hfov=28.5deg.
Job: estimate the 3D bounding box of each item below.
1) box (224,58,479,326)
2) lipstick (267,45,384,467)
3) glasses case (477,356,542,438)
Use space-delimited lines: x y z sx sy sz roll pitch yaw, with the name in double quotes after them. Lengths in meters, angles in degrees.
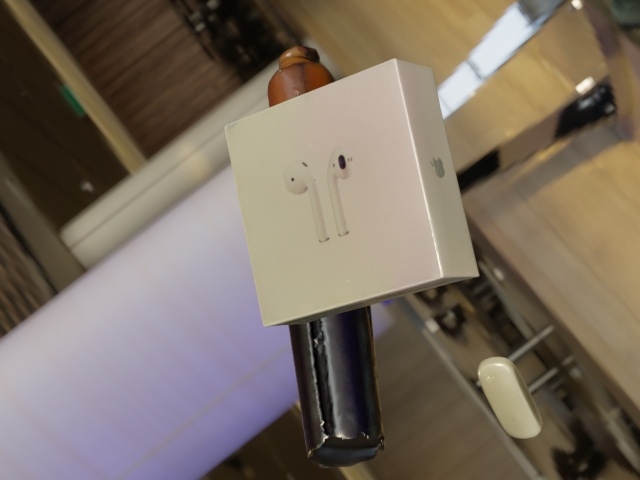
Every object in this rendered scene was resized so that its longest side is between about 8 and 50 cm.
0.017 -0.025 0.760 0.051 0.130 0.129 1 -105 -56 "box"
0.000 0.000 1.154 0.077 0.077 0.418 50 -151 -57 "lipstick"
0.154 0.129 1.025 0.083 0.032 0.021 61 -147 -26 "glasses case"
